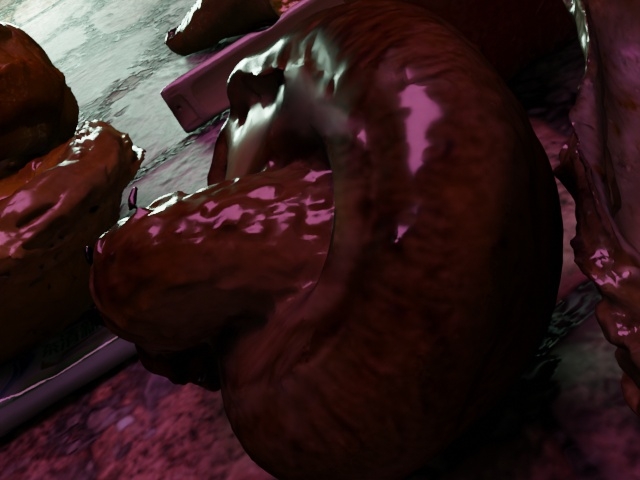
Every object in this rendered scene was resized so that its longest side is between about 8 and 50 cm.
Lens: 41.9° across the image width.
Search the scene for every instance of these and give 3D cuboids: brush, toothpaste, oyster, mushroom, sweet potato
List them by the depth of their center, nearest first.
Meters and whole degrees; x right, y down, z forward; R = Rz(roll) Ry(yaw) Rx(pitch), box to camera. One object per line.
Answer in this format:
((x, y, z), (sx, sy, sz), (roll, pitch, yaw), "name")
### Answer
((0.207, -0.020, 0.392), (0.221, 0.096, 0.361), (14, 48, 0), "oyster")
((0.002, 0.003, 0.465), (0.283, 0.195, 0.263), (-13, 71, 34), "mushroom")
((-0.236, 0.118, 0.657), (0.296, 0.048, 0.075), (-31, 31, -5), "toothpaste")
((-0.035, -0.233, 0.956), (0.321, 0.060, 0.050), (-33, 19, -3), "brush")
((-0.103, -0.304, 1.081), (0.285, 0.085, 0.112), (-3, 46, 38), "sweet potato")

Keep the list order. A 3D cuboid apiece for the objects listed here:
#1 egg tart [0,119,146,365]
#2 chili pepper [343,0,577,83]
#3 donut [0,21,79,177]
((-0.286, 0.018, 0.736), (0.341, 0.129, 0.341), (-27, 22, 12), "egg tart")
((0.120, -0.248, 0.663), (0.229, 0.305, 0.251), (4, 58, 32), "chili pepper")
((-0.396, -0.101, 0.909), (0.330, 0.160, 0.330), (-49, -2, -3), "donut")
